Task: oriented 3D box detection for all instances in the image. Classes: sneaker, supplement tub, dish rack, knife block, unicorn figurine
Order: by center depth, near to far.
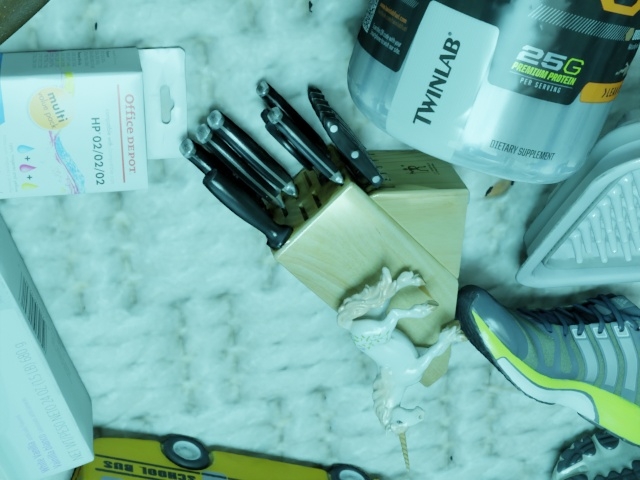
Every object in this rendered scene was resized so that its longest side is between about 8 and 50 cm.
[{"bbox_3d":[0.162,-0.231,0.853,0.207,0.207,0.338,11,115,-18],"label":"supplement tub"},{"bbox_3d":[0.071,0.100,0.999,0.111,0.060,0.162,-37,103,9],"label":"unicorn figurine"},{"bbox_3d":[0.000,0.000,1.008,0.242,0.088,0.275,-3,118,-11],"label":"knife block"},{"bbox_3d":[0.353,-0.043,1.012,0.333,0.072,0.285,-4,158,-11],"label":"dish rack"},{"bbox_3d":[0.246,0.096,1.112,0.300,0.111,0.121,26,101,-34],"label":"sneaker"},{"bbox_3d":[0.379,0.243,1.234,0.275,0.107,0.110,-10,139,-2],"label":"sneaker"}]

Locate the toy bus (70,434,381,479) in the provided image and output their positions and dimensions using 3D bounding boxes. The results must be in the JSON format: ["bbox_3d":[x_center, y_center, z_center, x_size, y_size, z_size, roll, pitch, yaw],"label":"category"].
[{"bbox_3d":[-0.081,0.281,1.113,0.333,0.130,0.108,14,113,-19],"label":"toy bus"}]

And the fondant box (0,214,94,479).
[{"bbox_3d":[-0.391,0.134,0.986,0.330,0.096,0.238,-19,120,-1],"label":"fondant box"}]

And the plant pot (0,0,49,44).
[{"bbox_3d":[-0.205,-0.267,0.771,0.230,0.215,0.215,-36,120,-9],"label":"plant pot"}]

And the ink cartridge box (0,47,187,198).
[{"bbox_3d":[-0.196,-0.096,0.927,0.181,0.061,0.104,-5,119,-11],"label":"ink cartridge box"}]
